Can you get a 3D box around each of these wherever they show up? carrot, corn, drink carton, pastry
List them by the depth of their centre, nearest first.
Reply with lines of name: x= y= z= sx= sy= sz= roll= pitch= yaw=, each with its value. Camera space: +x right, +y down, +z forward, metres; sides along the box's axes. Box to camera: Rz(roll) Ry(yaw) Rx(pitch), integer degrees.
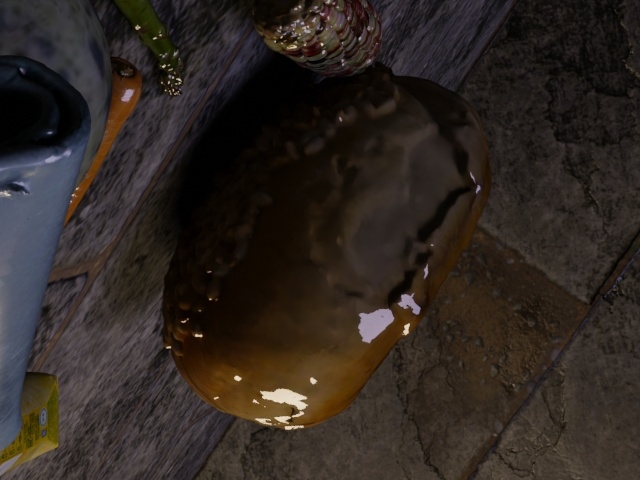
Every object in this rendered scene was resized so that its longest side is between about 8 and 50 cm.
carrot: x=-0.169 y=-0.046 z=0.894 sx=0.190 sy=0.037 sz=0.037 roll=-58 pitch=172 yaw=33
drink carton: x=-0.264 y=0.146 z=0.967 sx=0.200 sy=0.084 sz=0.075 roll=-21 pitch=114 yaw=-77
corn: x=-0.003 y=-0.189 z=1.123 sx=0.086 sy=0.086 sz=0.253 roll=-56 pitch=170 yaw=9
pastry: x=0.000 y=0.000 z=1.323 sx=0.410 sy=0.245 sz=0.409 roll=-53 pitch=179 yaw=-1

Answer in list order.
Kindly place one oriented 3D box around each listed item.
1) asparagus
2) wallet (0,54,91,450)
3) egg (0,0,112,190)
asparagus: x=-0.114 y=-0.138 z=0.876 sx=0.025 sy=0.024 sz=0.248 roll=-12 pitch=171 yaw=1
wallet: x=-0.222 y=0.049 z=0.404 sx=0.290 sy=0.054 sz=0.251 roll=-14 pitch=159 yaw=-26
egg: x=-0.165 y=-0.051 z=0.505 sx=0.181 sy=0.141 sz=0.141 roll=-34 pitch=161 yaw=-37
